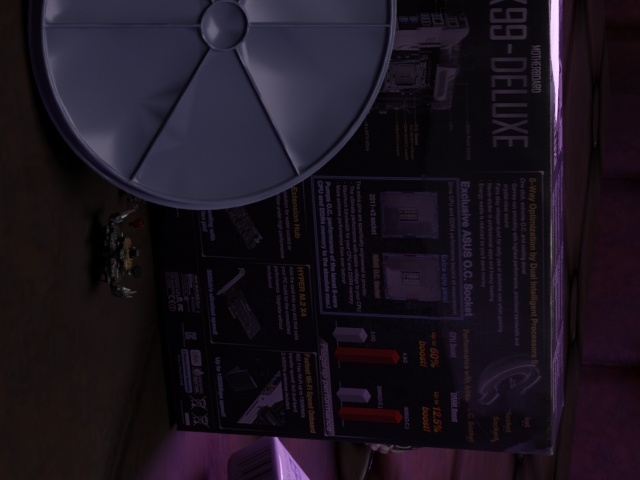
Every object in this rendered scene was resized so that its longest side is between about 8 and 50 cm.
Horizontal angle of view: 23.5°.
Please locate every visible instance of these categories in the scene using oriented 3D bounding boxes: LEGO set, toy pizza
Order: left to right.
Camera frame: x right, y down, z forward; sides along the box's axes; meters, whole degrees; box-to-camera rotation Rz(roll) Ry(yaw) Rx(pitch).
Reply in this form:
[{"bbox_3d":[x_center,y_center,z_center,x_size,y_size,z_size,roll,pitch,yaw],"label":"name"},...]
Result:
[{"bbox_3d":[-0.114,-0.001,0.862,0.083,0.023,0.054,-88,174,-56],"label":"LEGO set"},{"bbox_3d":[-0.055,-0.115,0.803,0.032,0.201,0.201,-142,-134,-61],"label":"toy pizza"}]

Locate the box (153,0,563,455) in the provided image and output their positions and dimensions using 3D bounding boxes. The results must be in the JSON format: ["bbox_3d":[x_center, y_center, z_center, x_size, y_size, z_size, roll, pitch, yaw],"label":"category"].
[{"bbox_3d":[0.022,-0.028,0.921,0.076,0.242,0.307,-57,146,-64],"label":"box"}]

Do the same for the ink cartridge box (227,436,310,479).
[{"bbox_3d":[0.017,0.272,1.010,0.224,0.045,0.223,55,12,-27],"label":"ink cartridge box"}]

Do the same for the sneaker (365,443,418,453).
[{"bbox_3d":[0.079,0.096,1.389,0.299,0.112,0.121,75,23,-49],"label":"sneaker"}]
